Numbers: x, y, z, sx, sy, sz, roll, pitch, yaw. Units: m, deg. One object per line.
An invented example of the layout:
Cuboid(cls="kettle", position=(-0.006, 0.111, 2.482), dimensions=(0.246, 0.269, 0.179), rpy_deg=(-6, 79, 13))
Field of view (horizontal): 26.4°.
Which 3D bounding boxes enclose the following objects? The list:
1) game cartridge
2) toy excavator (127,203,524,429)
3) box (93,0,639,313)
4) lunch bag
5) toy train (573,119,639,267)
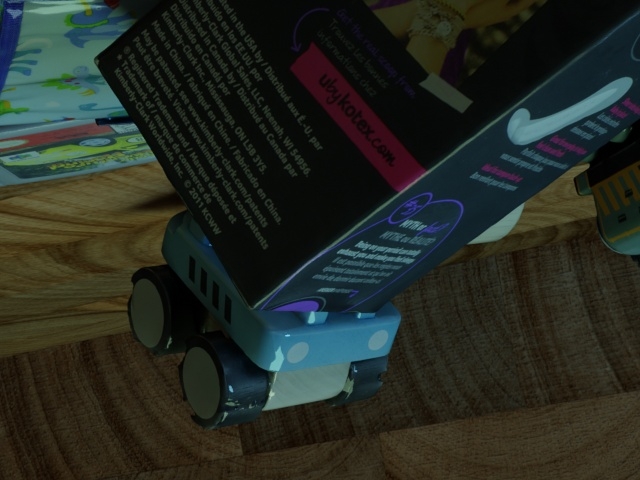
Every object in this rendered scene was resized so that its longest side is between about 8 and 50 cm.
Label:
Cuboid(cls="game cartridge", position=(-0.182, -0.093, 1.039), dimensions=(0.294, 0.060, 0.196), rpy_deg=(-10, 177, 2))
Cuboid(cls="toy excavator", position=(0.000, 0.000, 1.450), dimensions=(0.222, 0.445, 0.433), rpy_deg=(-6, -147, -34))
Cuboid(cls="box", position=(0.064, -0.099, 0.619), dimensions=(0.270, 0.143, 0.165), rpy_deg=(-37, 164, 17))
Cuboid(cls="lunch bag", position=(-0.134, -0.125, 0.718), dimensions=(0.176, 0.090, 0.219), rpy_deg=(-4, 170, -21))
Cuboid(cls="toy train", position=(0.326, -0.080, 1.259), dimensions=(0.142, 0.190, 0.334), rpy_deg=(-8, 172, -11))
